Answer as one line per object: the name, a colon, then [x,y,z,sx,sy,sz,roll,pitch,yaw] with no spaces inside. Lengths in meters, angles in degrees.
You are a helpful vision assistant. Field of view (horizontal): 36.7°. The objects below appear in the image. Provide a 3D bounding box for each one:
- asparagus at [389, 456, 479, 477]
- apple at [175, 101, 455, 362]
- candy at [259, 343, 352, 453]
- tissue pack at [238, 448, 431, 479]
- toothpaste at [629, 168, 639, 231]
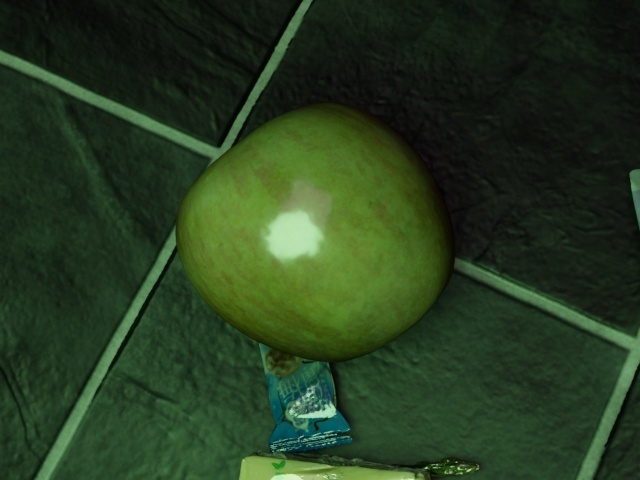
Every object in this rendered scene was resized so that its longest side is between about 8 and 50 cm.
asparagus: [0.044,0.240,0.975,0.233,0.022,0.023,-8,29,4]
apple: [0.000,0.000,0.932,0.257,0.257,0.234,-36,90,-7]
candy: [-0.017,0.150,1.000,0.088,0.038,0.136,-13,66,14]
tissue pack: [0.006,0.317,0.909,0.186,0.090,0.222,6,81,8]
toothpaste: [0.393,0.092,0.970,0.125,0.080,0.371,0,69,4]
